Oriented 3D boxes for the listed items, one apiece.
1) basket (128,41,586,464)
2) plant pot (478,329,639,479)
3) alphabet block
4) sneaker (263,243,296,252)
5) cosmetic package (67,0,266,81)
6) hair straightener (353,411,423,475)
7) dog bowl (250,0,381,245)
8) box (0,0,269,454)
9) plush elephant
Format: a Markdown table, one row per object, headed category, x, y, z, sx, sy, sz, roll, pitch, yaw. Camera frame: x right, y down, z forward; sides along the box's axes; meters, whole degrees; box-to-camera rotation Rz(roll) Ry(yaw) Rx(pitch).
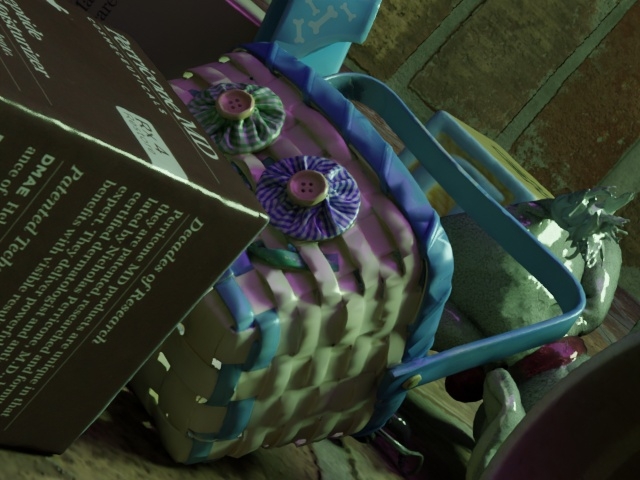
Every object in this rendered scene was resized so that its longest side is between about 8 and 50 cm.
| category | x | y | z | sx | sy | sz | roll | pitch | yaw |
| --- | --- | --- | --- | --- | --- | --- | --- | --- | --- |
| basket | 0.000 | 0.000 | 0.703 | 0.289 | 0.201 | 0.255 | -17 | 53 | -41 |
| plant pot | 0.297 | 0.258 | 0.682 | 0.305 | 0.334 | 0.334 | 48 | 9 | -26 |
| alphabet block | 0.195 | -0.029 | 1.483 | 0.193 | 0.192 | 0.197 | 50 | 15 | 25 |
| sneaker | -0.025 | -0.016 | 1.127 | 0.078 | 0.067 | 0.188 | 17 | 15 | 12 |
| cosmetic package | -0.201 | -0.245 | 1.131 | 0.309 | 0.160 | 0.113 | 38 | 14 | -11 |
| hair straightener | -0.010 | 0.106 | 0.822 | 0.230 | 0.047 | 0.089 | 43 | 13 | -12 |
| dog bowl | -0.034 | -0.141 | 1.019 | 0.074 | 0.297 | 0.166 | 24 | 2 | -13 |
| box | -0.172 | -0.028 | 0.505 | 0.203 | 0.167 | 0.168 | 24 | 22 | -52 |
| plush elephant | 0.177 | 0.098 | 0.972 | 0.272 | 0.255 | 0.330 | -9 | -2 | -22 |
